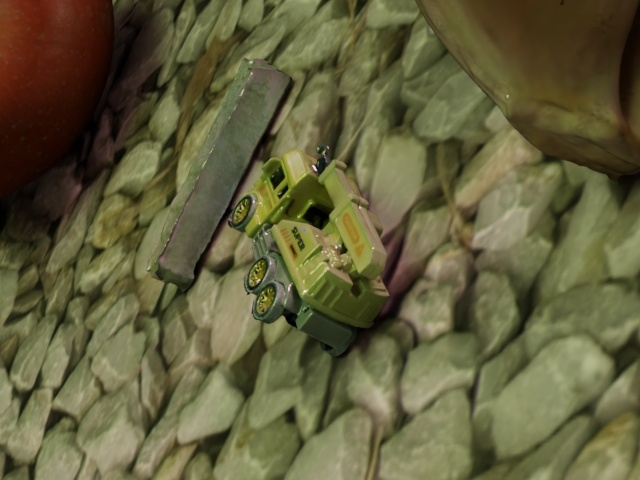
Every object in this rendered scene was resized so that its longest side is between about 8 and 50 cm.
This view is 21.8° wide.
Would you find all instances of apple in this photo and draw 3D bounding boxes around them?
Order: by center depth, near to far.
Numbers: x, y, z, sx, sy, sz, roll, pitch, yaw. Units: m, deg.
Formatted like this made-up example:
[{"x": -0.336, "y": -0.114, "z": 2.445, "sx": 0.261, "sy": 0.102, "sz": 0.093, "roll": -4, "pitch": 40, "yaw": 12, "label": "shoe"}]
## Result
[{"x": -0.375, "y": -0.205, "z": 1.672, "sx": 0.348, "sy": 0.348, "sz": 0.277, "roll": -60, "pitch": -1, "yaw": -2, "label": "apple"}]

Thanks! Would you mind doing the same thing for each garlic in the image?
[{"x": 0.194, "y": -0.232, "z": 0.960, "sx": 0.340, "sy": 0.231, "sz": 0.246, "roll": -48, "pitch": 28, "yaw": 29, "label": "garlic"}]

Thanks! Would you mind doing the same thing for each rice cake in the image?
[{"x": -0.088, "y": -0.058, "z": 1.403, "sx": 0.211, "sy": 0.043, "sz": 0.034, "roll": -64, "pitch": 23, "yaw": -9, "label": "rice cake"}]

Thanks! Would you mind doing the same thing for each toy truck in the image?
[{"x": 0.000, "y": 0.000, "z": 1.186, "sx": 0.100, "sy": 0.077, "sz": 0.169, "roll": -49, "pitch": 30, "yaw": 21, "label": "toy truck"}]
